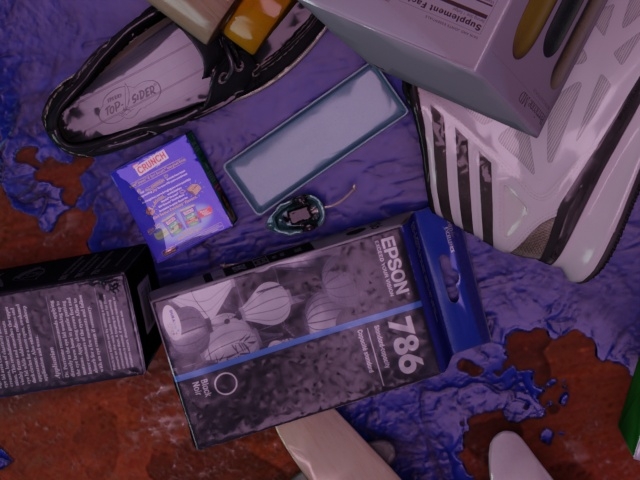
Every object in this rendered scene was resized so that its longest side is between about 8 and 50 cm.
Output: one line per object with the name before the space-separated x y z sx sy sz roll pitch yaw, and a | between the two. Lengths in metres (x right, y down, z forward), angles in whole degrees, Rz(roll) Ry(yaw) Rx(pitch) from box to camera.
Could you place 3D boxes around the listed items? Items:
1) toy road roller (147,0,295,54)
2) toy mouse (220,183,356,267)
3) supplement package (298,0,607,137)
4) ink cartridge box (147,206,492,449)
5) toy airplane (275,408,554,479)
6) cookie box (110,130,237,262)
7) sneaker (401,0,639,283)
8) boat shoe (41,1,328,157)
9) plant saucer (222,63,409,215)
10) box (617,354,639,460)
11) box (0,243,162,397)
toy road roller | -0.047 -0.357 1.497 0.202 0.329 0.240 36 138 -3
toy mouse | 0.000 0.000 1.708 0.161 0.031 0.143 28 100 -3
supplement package | 0.146 -0.268 1.475 0.198 0.199 0.263 27 88 27
ink cartridge box | 0.007 0.083 1.665 0.332 0.065 0.165 -18 100 -6
toy airplane | 0.108 0.374 1.681 0.384 0.272 0.386 11 64 -10
cookie box | -0.151 -0.046 1.702 0.091 0.040 0.107 -26 98 7
sneaker | 0.225 -0.199 1.592 0.257 0.169 0.448 20 103 -3
boat shoe | -0.131 -0.184 1.640 0.340 0.113 0.127 -24 98 7
plant saucer | -0.005 -0.105 1.697 0.192 0.018 0.067 -34 97 7
box | 0.453 0.114 1.658 0.231 0.127 0.262 14 100 0
box | -0.275 0.084 1.676 0.207 0.153 0.108 -10 100 6
